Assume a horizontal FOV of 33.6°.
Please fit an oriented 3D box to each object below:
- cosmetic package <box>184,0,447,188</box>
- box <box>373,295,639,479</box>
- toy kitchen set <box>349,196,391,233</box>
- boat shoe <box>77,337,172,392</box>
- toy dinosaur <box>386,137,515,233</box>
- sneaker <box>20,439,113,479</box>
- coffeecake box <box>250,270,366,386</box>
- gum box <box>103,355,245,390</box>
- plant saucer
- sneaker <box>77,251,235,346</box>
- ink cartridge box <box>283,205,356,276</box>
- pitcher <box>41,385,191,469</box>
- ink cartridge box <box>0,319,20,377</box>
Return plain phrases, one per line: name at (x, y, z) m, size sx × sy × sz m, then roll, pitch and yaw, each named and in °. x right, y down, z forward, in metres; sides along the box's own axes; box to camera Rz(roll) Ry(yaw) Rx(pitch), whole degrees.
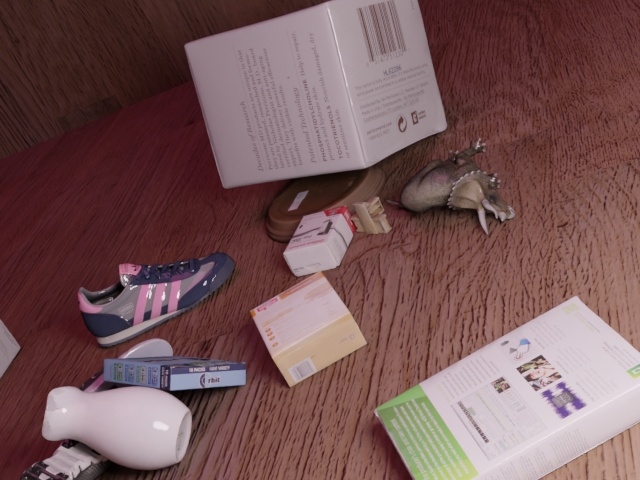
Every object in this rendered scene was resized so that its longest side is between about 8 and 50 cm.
cosmetic package at (-0.006, -0.323, 2.228) m, size 0.394 × 0.327 × 0.329 m, roll -6°, pitch 15°, yaw 40°
box at (0.246, 0.210, 1.346) m, size 0.322 × 0.058 × 0.232 m, roll -28°, pitch 24°, yaw -2°
toy kitchen set at (0.103, -0.062, 2.004) m, size 0.083 × 0.068 × 0.075 m, roll 4°, pitch 39°, yaw 49°
boat shoe at (-0.368, 0.251, 1.887) m, size 0.228 × 0.080 × 0.076 m, roll -44°, pitch 29°, yaw -15°
toy dinosaur at (0.217, -0.101, 1.905) m, size 0.314 × 0.121 × 0.160 m, roll 3°, pitch 25°, yaw 42°
sneaker at (-0.394, 0.373, 1.661) m, size 0.078 × 0.106 × 0.234 m, roll 24°, pitch 22°, yaw 16°
coffeecake box at (-0.024, 0.142, 1.741) m, size 0.142 × 0.068 × 0.185 m, roll -30°, pitch 25°, yaw -3°
gum box at (-0.242, 0.218, 1.752) m, size 0.184 × 0.041 × 0.157 m, roll -2°, pitch -4°, yaw 44°
plant saucer at (0.005, -0.091, 2.202) m, size 0.278 × 0.041 × 0.278 m, roll -23°, pitch 26°, yaw 12°
sneaker at (-0.328, 0.087, 2.089) m, size 0.319 × 0.131 × 0.112 m, roll -29°, pitch 24°, yaw -2°
ink cartridge box at (0.000, 0.000, 2.006) m, size 0.099 × 0.056 × 0.135 m, roll -14°, pitch 27°, yaw 26°
pitcher at (-0.305, 0.283, 1.663) m, size 0.207 × 0.125 × 0.178 m, roll 9°, pitch 2°, yaw 9°
ink cartridge box at (-0.749, 0.274, 2.212) m, size 0.154 × 0.093 × 0.212 m, roll -19°, pitch 24°, yaw 20°
